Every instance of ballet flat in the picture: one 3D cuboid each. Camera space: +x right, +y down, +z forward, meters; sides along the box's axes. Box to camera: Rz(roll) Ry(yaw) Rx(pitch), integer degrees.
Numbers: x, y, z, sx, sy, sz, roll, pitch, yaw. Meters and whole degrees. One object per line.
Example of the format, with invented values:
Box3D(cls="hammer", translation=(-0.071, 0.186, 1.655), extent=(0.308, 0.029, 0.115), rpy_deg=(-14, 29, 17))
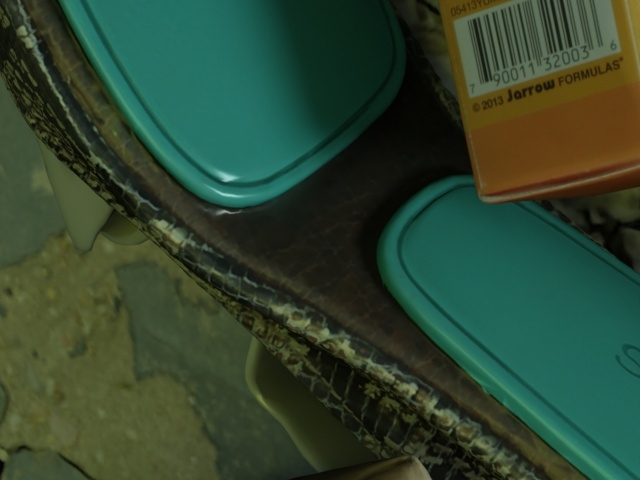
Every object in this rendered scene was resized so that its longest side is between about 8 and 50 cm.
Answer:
Box3D(cls="ballet flat", translation=(0.000, 0.000, 0.682), extent=(0.483, 0.164, 0.182), rpy_deg=(47, 141, 6))

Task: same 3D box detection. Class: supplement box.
Box3D(cls="supplement box", translation=(0.079, -0.133, 0.585), extent=(0.080, 0.078, 0.233), rpy_deg=(-12, 86, 39))

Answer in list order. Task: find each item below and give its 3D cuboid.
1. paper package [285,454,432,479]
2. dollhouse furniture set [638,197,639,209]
Box3D(cls="paper package", translation=(0.010, 0.269, 0.684), extent=(0.325, 0.168, 0.309), rpy_deg=(59, 158, 1))
Box3D(cls="dollhouse furniture set", translation=(0.175, -0.037, 0.565), extent=(0.151, 0.123, 0.144), rpy_deg=(22, 118, 24))
